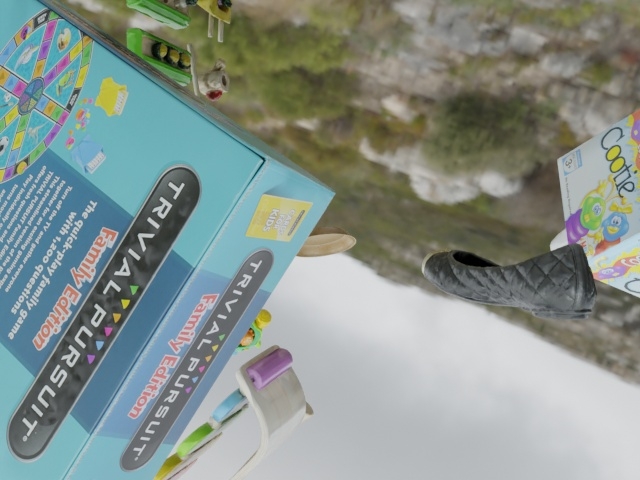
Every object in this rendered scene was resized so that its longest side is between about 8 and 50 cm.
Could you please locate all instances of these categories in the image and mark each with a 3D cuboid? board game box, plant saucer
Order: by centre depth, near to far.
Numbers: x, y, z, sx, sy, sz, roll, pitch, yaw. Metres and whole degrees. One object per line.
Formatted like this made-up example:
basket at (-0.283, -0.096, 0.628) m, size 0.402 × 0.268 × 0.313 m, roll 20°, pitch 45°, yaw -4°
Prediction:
board game box at (-0.189, -0.014, 0.739) m, size 0.336 × 0.254 × 0.079 m, roll 37°, pitch -173°, yaw 31°
board game box at (0.406, -0.016, 1.240) m, size 0.275 × 0.144 × 0.142 m, roll 21°, pitch 144°, yaw -31°
plant saucer at (0.000, 0.000, 1.363) m, size 0.083 × 0.015 × 0.083 m, roll -7°, pitch 162°, yaw -2°

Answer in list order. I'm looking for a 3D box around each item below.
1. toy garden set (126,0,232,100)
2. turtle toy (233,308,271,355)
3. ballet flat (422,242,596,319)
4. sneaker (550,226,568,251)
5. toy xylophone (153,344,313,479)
toy garden set at (-0.146, -0.232, 1.312) m, size 0.049 × 0.244 × 0.204 m, roll -4°, pitch 174°, yaw 22°
turtle toy at (-0.137, 0.113, 1.622) m, size 0.130 × 0.066 × 0.095 m, roll 38°, pitch 142°, yaw -8°
ballet flat at (0.126, 0.020, 0.776) m, size 0.057 × 0.049 × 0.173 m, roll 1°, pitch -176°, yaw -28°
sneaker at (0.473, -0.066, 1.796) m, size 0.111 × 0.297 × 0.129 m, roll 11°, pitch -132°, yaw -45°
toy xylophone at (-0.128, 0.245, 1.238) m, size 0.081 × 0.323 × 0.236 m, roll 47°, pitch -170°, yaw 7°
